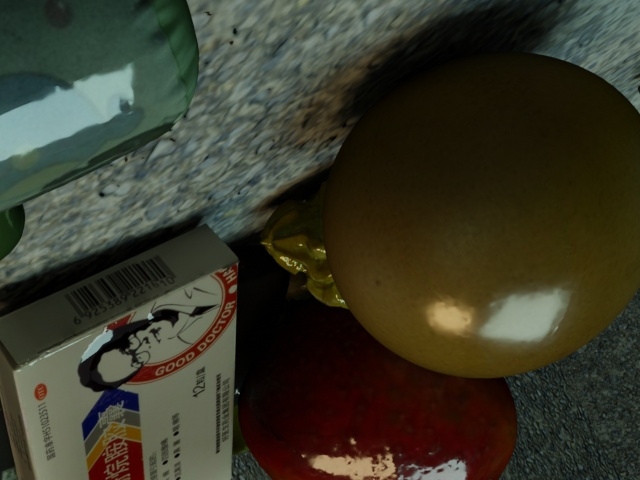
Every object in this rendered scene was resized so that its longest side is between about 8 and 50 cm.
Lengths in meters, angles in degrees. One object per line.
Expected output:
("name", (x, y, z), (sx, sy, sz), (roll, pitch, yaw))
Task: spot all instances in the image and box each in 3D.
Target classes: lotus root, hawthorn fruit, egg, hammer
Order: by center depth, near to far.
("hammer", (-0.168, -0.039, 0.498), (0.206, 0.119, 0.335), (-24, 175, -14))
("egg", (0.144, -0.026, 0.894), (0.250, 0.250, 0.322), (-37, 173, 40))
("hawthorn fruit", (0.076, 0.178, 1.159), (0.265, 0.307, 0.265), (-51, 170, -12))
("lotus root", (-0.008, 0.045, 1.355), (0.152, 0.063, 0.072), (-33, 177, 23))

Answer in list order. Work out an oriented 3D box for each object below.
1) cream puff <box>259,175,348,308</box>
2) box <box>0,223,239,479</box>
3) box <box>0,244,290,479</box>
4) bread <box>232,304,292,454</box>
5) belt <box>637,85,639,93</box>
("cream puff", (0.017, -0.003, 1.067), (0.116, 0.146, 0.146), (6, -176, 25))
("box", (-0.181, 0.162, 1.048), (0.214, 0.069, 0.353), (-26, 142, -27))
("box", (-0.194, 0.128, 1.103), (0.350, 0.058, 0.211), (-17, 141, -37))
("bread", (-0.008, 0.139, 1.481), (0.366, 0.129, 0.382), (-25, -176, 32))
("belt", (0.536, -0.237, 1.260), (0.359, 0.094, 0.126), (-31, 167, 14))
